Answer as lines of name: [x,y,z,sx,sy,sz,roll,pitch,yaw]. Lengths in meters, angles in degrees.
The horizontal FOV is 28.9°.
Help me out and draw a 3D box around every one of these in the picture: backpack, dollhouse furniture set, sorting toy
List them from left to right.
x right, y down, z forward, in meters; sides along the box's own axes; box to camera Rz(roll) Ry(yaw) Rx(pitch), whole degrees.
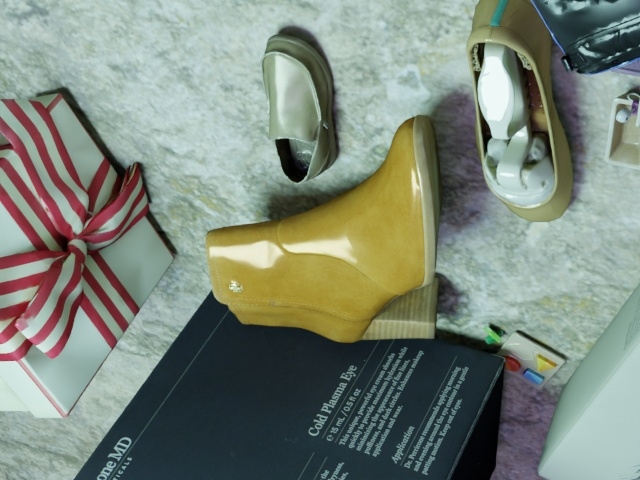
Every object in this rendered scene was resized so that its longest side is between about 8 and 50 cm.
sorting toy: [0.188,0.113,1.202,0.083,0.012,0.062,29,139,0]
backpack: [0.210,-0.179,0.841,0.114,0.084,0.105,-10,125,42]
dollhouse furniture set: [0.248,-0.080,0.921,0.091,0.081,0.114,14,137,17]

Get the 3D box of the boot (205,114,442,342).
boot: [0.000,0.000,1.102,0.211,0.104,0.295,4,142,6]

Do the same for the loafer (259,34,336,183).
loafer: [-0.019,-0.108,1.067,0.056,0.050,0.148,4,134,25]

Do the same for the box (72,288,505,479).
box: [-0.028,0.238,1.191,0.313,0.343,0.179,17,137,20]

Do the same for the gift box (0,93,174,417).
gift box: [-0.329,0.012,1.212,0.258,0.255,0.276,-4,135,35]

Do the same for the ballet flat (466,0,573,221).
ballet flat: [0.149,-0.088,0.977,0.080,0.073,0.232,5,134,26]

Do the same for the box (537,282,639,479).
box: [0.289,0.117,1.076,0.094,0.113,0.275,25,140,4]
